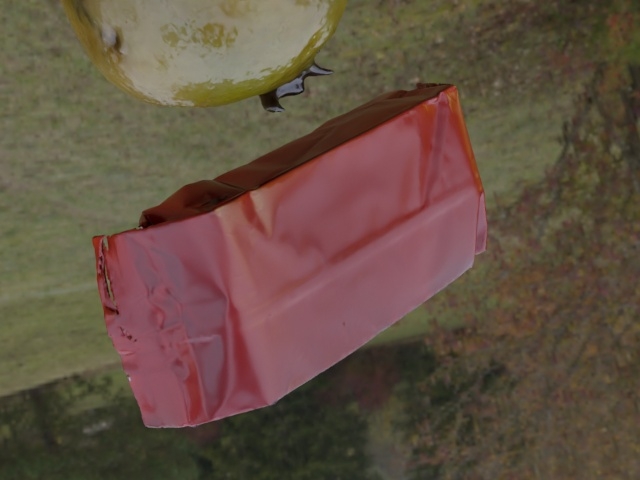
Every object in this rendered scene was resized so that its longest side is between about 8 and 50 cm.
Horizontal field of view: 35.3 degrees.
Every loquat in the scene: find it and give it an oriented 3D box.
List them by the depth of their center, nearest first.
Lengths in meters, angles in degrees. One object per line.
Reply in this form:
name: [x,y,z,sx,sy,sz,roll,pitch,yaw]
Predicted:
loquat: [-0.089,-0.209,0.798,0.244,0.244,0.244,-11,163,-3]

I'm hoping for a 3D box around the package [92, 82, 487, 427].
package: [0.000,0.000,0.934,0.423,0.196,0.123,-28,-161,-34]
